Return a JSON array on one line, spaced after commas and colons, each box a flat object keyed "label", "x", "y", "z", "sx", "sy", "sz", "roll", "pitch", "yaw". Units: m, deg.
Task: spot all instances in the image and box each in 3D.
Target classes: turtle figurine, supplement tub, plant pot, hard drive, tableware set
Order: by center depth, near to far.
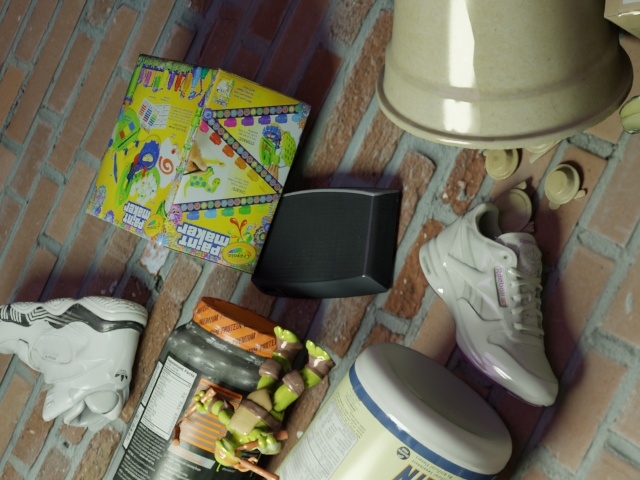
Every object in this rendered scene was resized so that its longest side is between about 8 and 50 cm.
[{"label": "plant pot", "x": 0.219, "y": -0.330, "z": 1.786, "sx": 0.334, "sy": 0.334, "sz": 0.305, "roll": 31, "pitch": 141, "yaw": 43}, {"label": "supplement tub", "x": 0.070, "y": 0.323, "z": 1.880, "sx": 0.325, "sy": 0.235, "sz": 0.235, "roll": -56, "pitch": 49, "yaw": 15}, {"label": "turtle figurine", "x": -0.072, "y": 0.231, "z": 1.934, "sx": 0.217, "sy": 0.087, "sz": 0.269, "roll": -52, "pitch": 29, "yaw": -13}, {"label": "tableware set", "x": 0.284, "y": -0.094, "z": 1.961, "sx": 0.141, "sy": 0.020, "sz": 0.168, "roll": -29, "pitch": 61, "yaw": 35}, {"label": "supplement tub", "x": -0.171, "y": 0.268, "z": 2.132, "sx": 0.207, "sy": 0.207, "sz": 0.338, "roll": 29, "pitch": 96, "yaw": 43}, {"label": "hard drive", "x": 0.000, "y": 0.000, "z": 2.164, "sx": 0.255, "sy": 0.054, "sz": 0.172, "roll": -3, "pitch": 76, "yaw": 42}]

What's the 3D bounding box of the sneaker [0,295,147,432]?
[{"label": "sneaker", "x": -0.453, "y": 0.214, "z": 2.448, "sx": 0.366, "sy": 0.137, "sz": 0.210, "roll": -8, "pitch": 69, "yaw": 37}]

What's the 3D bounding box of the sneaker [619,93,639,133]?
[{"label": "sneaker", "x": 0.522, "y": -0.100, "z": 1.680, "sx": 0.410, "sy": 0.158, "sz": 0.182, "roll": 9, "pitch": 101, "yaw": 48}]

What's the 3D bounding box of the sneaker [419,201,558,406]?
[{"label": "sneaker", "x": 0.239, "y": 0.077, "z": 1.884, "sx": 0.152, "sy": 0.114, "sz": 0.305, "roll": -45, "pitch": 52, "yaw": 24}]

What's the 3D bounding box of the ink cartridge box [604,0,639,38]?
[{"label": "ink cartridge box", "x": 0.490, "y": -0.290, "z": 1.716, "sx": 0.235, "sy": 0.193, "sz": 0.088, "roll": -2, "pitch": 76, "yaw": 41}]

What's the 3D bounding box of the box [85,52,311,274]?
[{"label": "box", "x": -0.200, "y": -0.126, "z": 2.258, "sx": 0.290, "sy": 0.177, "sz": 0.279, "roll": 21, "pitch": 92, "yaw": 56}]
